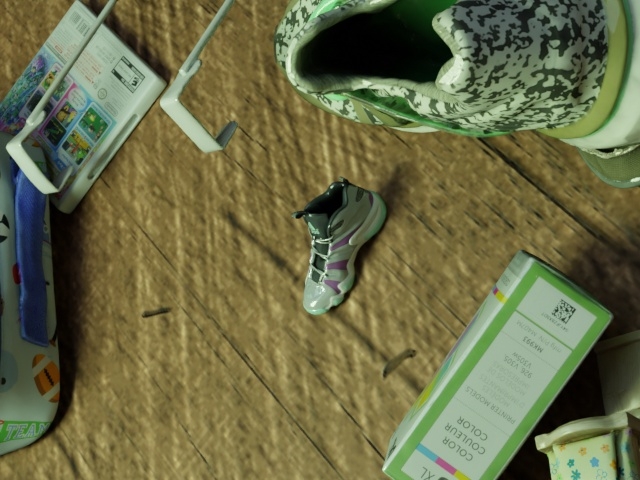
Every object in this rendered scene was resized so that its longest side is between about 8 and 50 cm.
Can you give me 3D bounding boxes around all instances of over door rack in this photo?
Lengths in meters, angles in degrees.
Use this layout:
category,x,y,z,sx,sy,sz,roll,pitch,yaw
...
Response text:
category,x,y,z,sx,sy,sz,roll,pitch,yaw
over door rack,-0.130,-0.212,1.230,0.239,0.108,0.324,-9,55,48

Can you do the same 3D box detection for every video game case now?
category,x,y,z,sx,sy,sz,roll,pitch,yaw
video game case,-0.217,-0.120,1.368,0.143,0.019,0.157,-52,49,8

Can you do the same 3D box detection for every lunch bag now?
category,x,y,z,sx,sy,sz,roll,pitch,yaw
lunch bag,-0.324,0.044,1.309,0.243,0.115,0.303,-26,61,30

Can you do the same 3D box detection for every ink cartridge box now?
category,x,y,z,sx,sy,sz,roll,pitch,yaw
ink cartridge box,0.090,0.108,0.948,0.062,0.109,0.209,34,94,3

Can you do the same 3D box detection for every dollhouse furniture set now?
category,x,y,z,sx,sy,sz,roll,pitch,yaw
dollhouse furniture set,0.127,0.148,0.912,0.161,0.101,0.182,-21,58,30

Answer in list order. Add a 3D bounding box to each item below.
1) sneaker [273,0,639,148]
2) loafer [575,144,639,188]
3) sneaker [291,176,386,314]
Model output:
category,x,y,z,sx,sy,sz,roll,pitch,yaw
sneaker,0.045,-0.136,0.988,0.410,0.182,0.158,9,103,61
loafer,0.170,-0.144,1.021,0.094,0.087,0.251,-32,53,23
sneaker,0.000,0.000,1.104,0.038,0.069,0.098,22,85,43
